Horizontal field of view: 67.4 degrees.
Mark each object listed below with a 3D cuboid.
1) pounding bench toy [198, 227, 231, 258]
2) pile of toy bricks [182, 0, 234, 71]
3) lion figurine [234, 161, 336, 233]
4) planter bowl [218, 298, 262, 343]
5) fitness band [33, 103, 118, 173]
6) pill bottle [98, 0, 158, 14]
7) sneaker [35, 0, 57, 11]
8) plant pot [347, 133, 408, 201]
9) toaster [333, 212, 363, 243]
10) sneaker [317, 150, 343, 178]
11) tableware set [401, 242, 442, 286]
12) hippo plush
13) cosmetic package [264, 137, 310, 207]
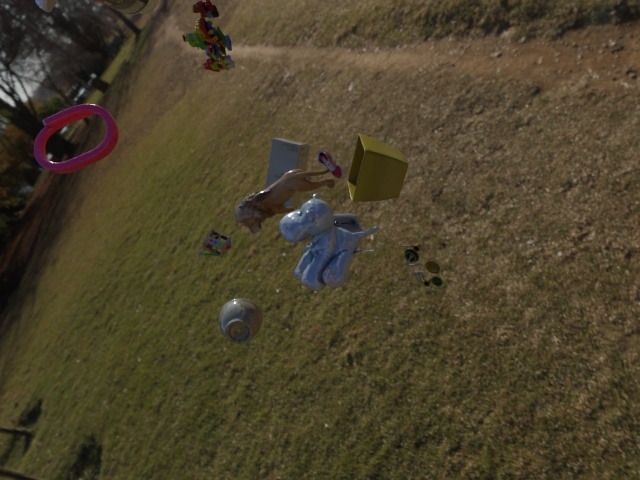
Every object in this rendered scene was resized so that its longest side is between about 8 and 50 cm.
[{"bbox_3d":[-0.286,0.022,1.309,0.052,0.065,0.083,112,-177,-64],"label":"pounding bench toy"},{"bbox_3d":[-0.311,-0.538,1.275,0.105,0.212,0.118,-8,83,5],"label":"pile of toy bricks"},{"bbox_3d":[-0.135,-0.180,1.779,0.392,0.240,0.142,-42,65,28],"label":"lion figurine"},{"bbox_3d":[-0.292,0.305,1.736,0.162,0.162,0.109,-43,18,11],"label":"planter bowl"},{"bbox_3d":[-0.835,-0.348,1.634,0.291,0.054,0.209,-24,75,-2],"label":"fitness band"},{"bbox_3d":[-0.692,-0.888,1.653,0.176,0.176,0.318,-40,3,15],"label":"pill bottle"},{"bbox_3d":[-0.844,-0.834,1.385,0.108,0.169,0.292,-95,26,-51],"label":"sneaker"},{"bbox_3d":[0.227,-0.273,1.882,0.212,0.187,0.212,-93,13,-60],"label":"plant pot"},{"bbox_3d":[0.066,-0.012,1.837,0.227,0.146,0.129,117,138,-53],"label":"toaster"},{"bbox_3d":[0.032,-0.270,1.700,0.042,0.067,0.118,-39,77,22],"label":"sneaker"},{"bbox_3d":[0.309,0.077,1.456,0.104,0.154,0.024,-7,26,43],"label":"tableware set"},{"bbox_3d":[0.000,0.000,1.490,0.294,0.236,0.234,-23,32,20],"label":"hippo plush"},{"bbox_3d":[-0.164,-0.326,2.318,0.160,0.113,0.309,17,107,21],"label":"cosmetic package"}]
